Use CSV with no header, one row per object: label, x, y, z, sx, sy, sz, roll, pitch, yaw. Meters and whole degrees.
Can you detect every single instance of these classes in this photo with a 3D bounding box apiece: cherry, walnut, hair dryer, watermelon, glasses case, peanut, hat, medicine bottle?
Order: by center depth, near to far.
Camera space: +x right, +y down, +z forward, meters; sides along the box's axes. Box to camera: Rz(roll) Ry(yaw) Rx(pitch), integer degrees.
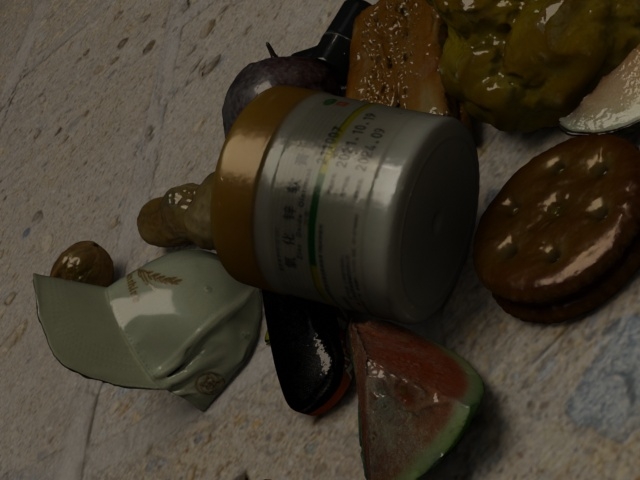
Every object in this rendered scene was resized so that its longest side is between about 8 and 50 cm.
watermelon,0.084,0.185,1.382,0.231,0.128,0.146,-114,38,-73
medicine bottle,0.031,-0.042,1.477,0.231,0.238,0.238,13,64,28
glasses case,-0.018,0.092,1.609,0.103,0.067,0.267,-43,40,31
hat,-0.241,0.078,1.785,0.168,0.301,0.258,-66,26,19
peanut,-0.085,-0.055,1.801,0.263,0.117,0.101,-13,27,35
cherry,-0.057,-0.175,1.887,0.195,0.195,0.195,-34,33,27
peanut,-0.211,-0.036,2.037,0.214,0.099,0.100,-16,44,54
hair dryer,0.006,-0.299,2.060,0.124,0.071,0.219,-60,22,-18
walnut,-0.398,0.057,2.174,0.124,0.105,0.105,-48,29,14

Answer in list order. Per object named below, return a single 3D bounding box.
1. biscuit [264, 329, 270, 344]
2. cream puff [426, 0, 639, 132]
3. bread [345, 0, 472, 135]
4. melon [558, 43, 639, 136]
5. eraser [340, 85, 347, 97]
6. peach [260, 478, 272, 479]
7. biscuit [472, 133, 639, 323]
biscuit,0.030,0.064,1.646,0.292,0.026,0.048,-26,42,37
cream puff,0.245,-0.307,1.541,0.324,0.257,0.291,-52,26,-3
bread,0.122,-0.185,1.722,0.185,0.109,0.380,-18,44,27
melon,0.345,-0.163,1.413,0.182,0.054,0.098,-48,62,17
eraser,0.048,-0.219,1.944,0.099,0.019,0.027,0,57,53
peach,-0.069,0.411,1.184,0.306,0.242,0.380,-43,30,4
biscuit,0.259,-0.014,1.381,0.220,0.066,0.220,-31,35,25
